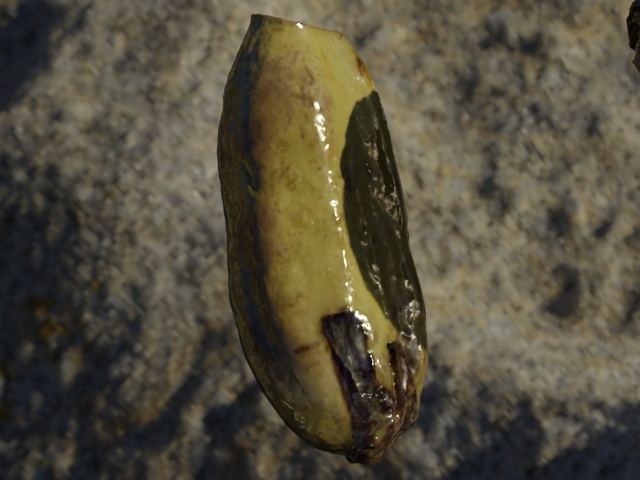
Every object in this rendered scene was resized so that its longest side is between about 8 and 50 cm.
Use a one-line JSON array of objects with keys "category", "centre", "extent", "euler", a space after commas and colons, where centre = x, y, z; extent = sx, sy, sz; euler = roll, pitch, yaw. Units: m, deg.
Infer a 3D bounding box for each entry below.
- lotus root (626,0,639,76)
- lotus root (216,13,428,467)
[{"category": "lotus root", "centre": [0.296, -0.081, 0.810], "extent": [0.303, 0.146, 0.131], "euler": [6, 46, 8]}, {"category": "lotus root", "centre": [0.000, 0.000, 0.974], "extent": [0.097, 0.110, 0.258], "euler": [-8, 90, 47]}]
